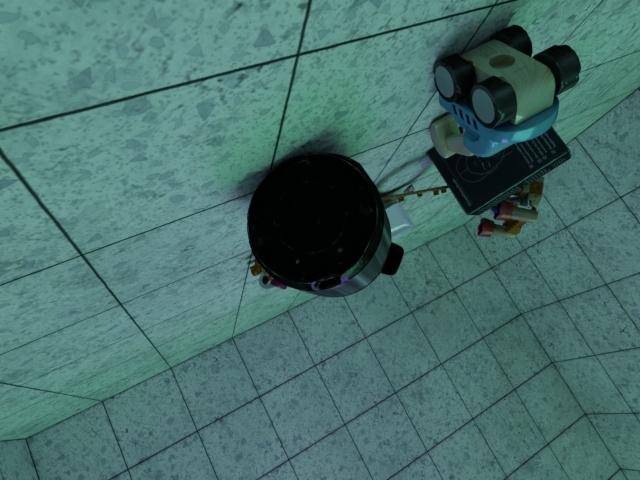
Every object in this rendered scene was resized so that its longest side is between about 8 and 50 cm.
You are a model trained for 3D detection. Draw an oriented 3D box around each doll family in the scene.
[{"bbox_3d":[-0.215,0.092,1.816,0.163,0.118,0.263,-36,-172,-1],"label":"doll family"}]

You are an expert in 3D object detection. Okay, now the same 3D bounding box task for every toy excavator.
[{"bbox_3d":[0.436,-0.333,1.216,0.222,0.433,0.445,-28,138,-6],"label":"toy excavator"}]

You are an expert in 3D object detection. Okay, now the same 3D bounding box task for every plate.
[{"bbox_3d":[0.278,-0.070,2.068,0.277,0.045,0.278,-28,149,13],"label":"plate"}]

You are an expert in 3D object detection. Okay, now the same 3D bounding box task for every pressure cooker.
[{"bbox_3d":[0.015,-0.021,1.272,0.375,0.370,0.420,-27,163,7],"label":"pressure cooker"}]

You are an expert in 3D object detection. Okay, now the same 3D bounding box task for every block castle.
[{"bbox_3d":[0.802,-0.255,1.919,0.212,0.454,0.303,13,164,5],"label":"block castle"}]

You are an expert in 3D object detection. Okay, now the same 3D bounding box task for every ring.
[{"bbox_3d":[0.370,-0.184,1.815,0.336,0.032,0.336,-11,-175,1],"label":"ring"}]

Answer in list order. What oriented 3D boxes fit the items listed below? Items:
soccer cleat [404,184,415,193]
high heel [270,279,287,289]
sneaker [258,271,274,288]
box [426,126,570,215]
[{"bbox_3d":[0.410,-0.224,2.035,0.029,0.036,0.083,-24,165,-21],"label":"soccer cleat"},{"bbox_3d":[-0.152,0.136,1.895,0.117,0.082,0.244,-65,174,7],"label":"high heel"},{"bbox_3d":[-0.144,0.142,2.106,0.292,0.108,0.169,-33,163,13],"label":"sneaker"},{"bbox_3d":[0.658,-0.317,1.645,0.395,0.294,0.211,-36,165,27],"label":"box"}]
